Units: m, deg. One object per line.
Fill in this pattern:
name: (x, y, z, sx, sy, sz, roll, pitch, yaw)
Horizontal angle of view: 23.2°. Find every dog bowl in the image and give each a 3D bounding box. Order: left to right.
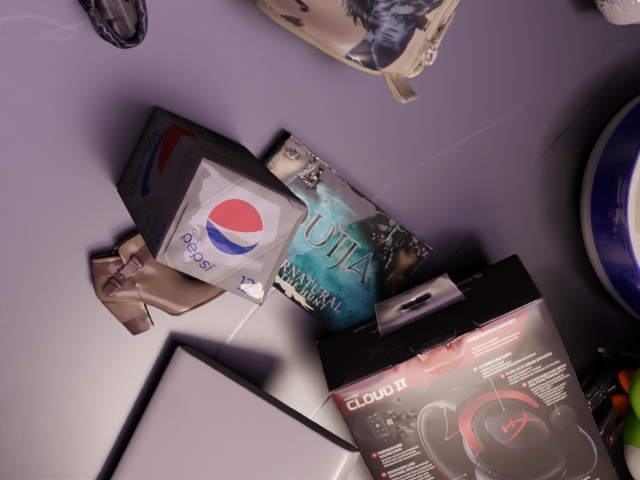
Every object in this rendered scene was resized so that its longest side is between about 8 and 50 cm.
dog bowl: (0.394, -0.032, 1.521, 0.265, 0.104, 0.264, -1, 93, -14)

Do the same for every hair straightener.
hair straightener: (0.307, 0.138, 1.601, 0.089, 0.047, 0.230, 41, 95, -19)

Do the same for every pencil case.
pencil case: (0.120, -0.326, 1.330, 0.183, 0.160, 0.410, 37, 106, 2)

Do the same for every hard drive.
hard drive: (-0.118, 0.282, 1.464, 0.203, 0.040, 0.307, 29, 96, 22)

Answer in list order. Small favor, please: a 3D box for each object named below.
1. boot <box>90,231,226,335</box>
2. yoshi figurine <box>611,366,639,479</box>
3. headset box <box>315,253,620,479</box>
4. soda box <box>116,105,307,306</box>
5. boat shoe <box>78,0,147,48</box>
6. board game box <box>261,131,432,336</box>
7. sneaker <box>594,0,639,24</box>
boot: (-0.153, 0.032, 1.456, 0.118, 0.042, 0.087, -26, 100, -14)
yoshi figurine: (0.392, 0.256, 1.475, 0.203, 0.203, 0.362, -10, 128, 18)
headset box: (0.143, 0.168, 1.495, 0.218, 0.110, 0.293, -25, 114, 3)
soda box: (-0.099, -0.037, 1.321, 0.098, 0.286, 0.091, 24, 97, -17)
boat shoe: (-0.196, -0.253, 1.351, 0.065, 0.083, 0.183, -27, 108, -7)
board game box: (0.000, 0.000, 1.493, 0.186, 0.026, 0.126, 38, 92, -19)
sneaker: (0.456, -0.234, 1.487, 0.366, 0.137, 0.210, -20, 123, 8)
